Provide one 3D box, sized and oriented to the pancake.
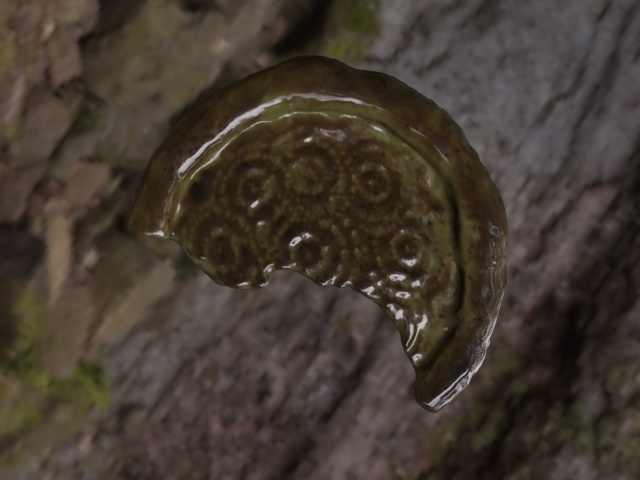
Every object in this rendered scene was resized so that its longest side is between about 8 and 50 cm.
[{"bbox_3d":[0.000,0.000,0.826,0.020,0.191,0.184,-162,-113,-83],"label":"pancake"}]
